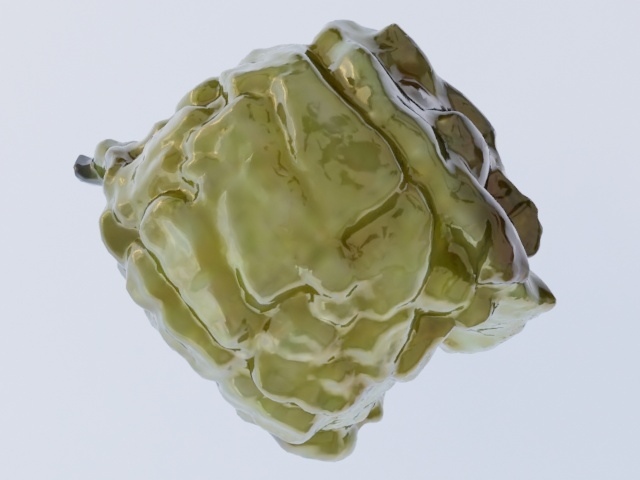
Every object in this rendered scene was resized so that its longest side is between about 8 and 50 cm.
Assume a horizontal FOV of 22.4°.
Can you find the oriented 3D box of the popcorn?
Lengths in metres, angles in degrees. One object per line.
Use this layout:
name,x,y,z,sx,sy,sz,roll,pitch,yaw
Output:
popcorn,0.007,-0.005,1.015,0.237,0.293,0.293,-41,-103,11
